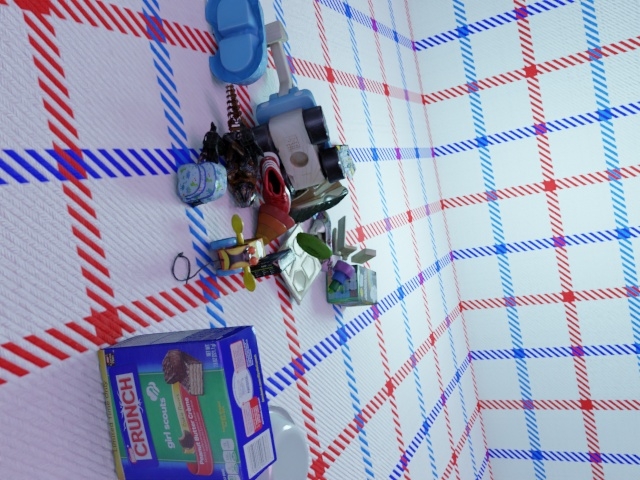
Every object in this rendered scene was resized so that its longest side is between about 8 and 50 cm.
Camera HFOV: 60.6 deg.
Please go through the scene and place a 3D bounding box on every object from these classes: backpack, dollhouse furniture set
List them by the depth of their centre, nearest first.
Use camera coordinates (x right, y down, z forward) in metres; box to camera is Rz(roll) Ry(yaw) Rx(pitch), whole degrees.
[{"bbox_3d":[-0.294,-0.143,1.349,0.084,0.114,0.105,12,73,-60],"label":"backpack"},{"bbox_3d":[0.123,0.001,2.048,0.151,0.144,0.123,11,67,-22],"label":"dollhouse furniture set"}]

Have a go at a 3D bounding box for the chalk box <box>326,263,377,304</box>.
[{"bbox_3d":[0.103,0.164,1.978,0.213,0.132,0.132,23,63,-57],"label":"chalk box"}]

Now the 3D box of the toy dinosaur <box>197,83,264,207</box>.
[{"bbox_3d":[-0.236,-0.249,1.495,0.322,0.164,0.218,63,6,-5],"label":"toy dinosaur"}]

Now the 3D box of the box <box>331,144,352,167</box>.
[{"bbox_3d":[0.075,-0.331,2.166,0.137,0.027,0.094,-15,96,-56],"label":"box"}]

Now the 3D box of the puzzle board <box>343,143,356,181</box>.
[{"bbox_3d":[0.114,-0.322,2.265,0.128,0.011,0.096,63,33,-29],"label":"puzzle board"}]

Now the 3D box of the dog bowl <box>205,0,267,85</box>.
[{"bbox_3d":[-0.231,-0.580,1.555,0.074,0.166,0.297,11,72,-72],"label":"dog bowl"}]

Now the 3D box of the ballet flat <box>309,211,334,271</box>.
[{"bbox_3d":[0.000,0.000,1.907,0.079,0.077,0.221,2,80,-42],"label":"ballet flat"}]

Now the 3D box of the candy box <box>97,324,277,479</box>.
[{"bbox_3d":[-0.263,0.315,1.056,0.122,0.317,0.268,-10,90,-60],"label":"candy box"}]

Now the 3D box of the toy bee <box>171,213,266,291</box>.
[{"bbox_3d":[-0.208,0.050,1.404,0.298,0.162,0.195,-57,133,-52],"label":"toy bee"}]

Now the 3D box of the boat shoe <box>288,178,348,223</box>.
[{"bbox_3d":[-0.038,-0.148,1.844,0.120,0.122,0.324,54,37,8],"label":"boat shoe"}]

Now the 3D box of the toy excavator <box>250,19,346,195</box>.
[{"bbox_3d":[-0.099,-0.419,1.726,0.445,0.222,0.433,-96,166,-52],"label":"toy excavator"}]

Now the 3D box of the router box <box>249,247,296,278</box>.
[{"bbox_3d":[-0.143,0.067,1.556,0.092,0.122,0.038,-43,116,-57],"label":"router box"}]

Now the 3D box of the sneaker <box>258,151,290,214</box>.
[{"bbox_3d":[-0.134,-0.132,1.581,0.128,0.087,0.221,-104,177,-52],"label":"sneaker"}]

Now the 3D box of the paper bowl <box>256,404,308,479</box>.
[{"bbox_3d":[-0.136,0.568,1.400,0.284,0.148,0.284,26,60,-55],"label":"paper bowl"}]

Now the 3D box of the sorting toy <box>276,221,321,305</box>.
[{"bbox_3d":[-0.076,0.074,1.760,0.193,0.038,0.208,64,35,-29],"label":"sorting toy"}]

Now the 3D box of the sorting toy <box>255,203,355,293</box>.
[{"bbox_3d":[-0.063,0.043,1.657,0.365,0.127,0.126,38,71,-18],"label":"sorting toy"}]
